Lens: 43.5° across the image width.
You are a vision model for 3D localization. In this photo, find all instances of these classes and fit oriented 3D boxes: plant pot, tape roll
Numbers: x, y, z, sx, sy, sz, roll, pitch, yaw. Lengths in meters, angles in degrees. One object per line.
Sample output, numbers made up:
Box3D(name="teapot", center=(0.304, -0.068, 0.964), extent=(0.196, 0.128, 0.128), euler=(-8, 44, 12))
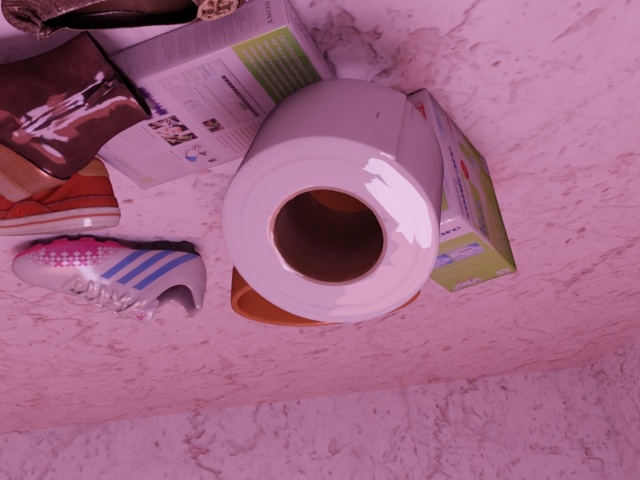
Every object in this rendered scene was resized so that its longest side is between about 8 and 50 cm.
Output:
Box3D(name="plant pot", center=(0.000, 0.000, 1.260), extent=(0.291, 0.203, 0.291), euler=(-5, 160, -2))
Box3D(name="tape roll", center=(0.021, -0.047, 0.948), extent=(0.246, 0.169, 0.246), euler=(5, 124, 8))

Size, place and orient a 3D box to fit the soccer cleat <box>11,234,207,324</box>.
Box3D(name="soccer cleat", center=(-0.354, 0.074, 1.382), extent=(0.331, 0.143, 0.116), euler=(1, 154, -23))

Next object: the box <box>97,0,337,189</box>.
Box3D(name="box", center=(-0.147, -0.174, 1.012), extent=(0.322, 0.058, 0.232), euler=(-15, 156, 15))

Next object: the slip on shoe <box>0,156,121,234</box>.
Box3D(name="slip on shoe", center=(-0.406, -0.057, 1.105), extent=(0.331, 0.101, 0.123), euler=(-4, 180, 34))

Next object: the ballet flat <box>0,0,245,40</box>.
Box3D(name="ballet flat", center=(-0.199, -0.241, 0.830), extent=(0.250, 0.058, 0.084), euler=(-5, 157, -12))

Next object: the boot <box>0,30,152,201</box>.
Box3D(name="boot", center=(-0.336, -0.174, 0.879), extent=(0.207, 0.090, 0.248), euler=(-33, 123, 12))

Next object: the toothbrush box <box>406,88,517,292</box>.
Box3D(name="toothbrush box", center=(0.179, -0.063, 1.207), extent=(0.122, 0.206, 0.283), euler=(-21, 153, 23))
